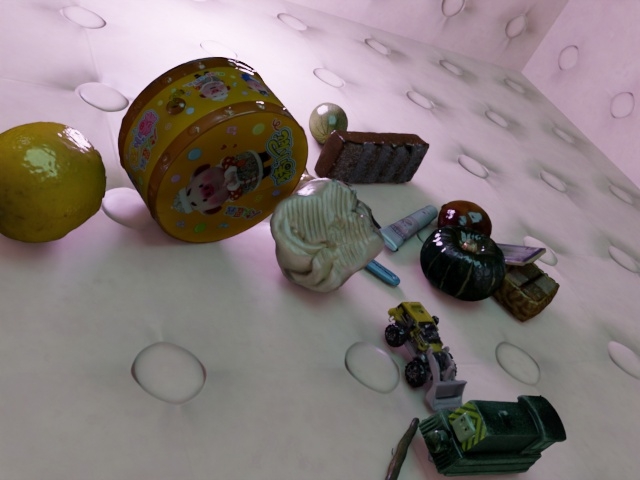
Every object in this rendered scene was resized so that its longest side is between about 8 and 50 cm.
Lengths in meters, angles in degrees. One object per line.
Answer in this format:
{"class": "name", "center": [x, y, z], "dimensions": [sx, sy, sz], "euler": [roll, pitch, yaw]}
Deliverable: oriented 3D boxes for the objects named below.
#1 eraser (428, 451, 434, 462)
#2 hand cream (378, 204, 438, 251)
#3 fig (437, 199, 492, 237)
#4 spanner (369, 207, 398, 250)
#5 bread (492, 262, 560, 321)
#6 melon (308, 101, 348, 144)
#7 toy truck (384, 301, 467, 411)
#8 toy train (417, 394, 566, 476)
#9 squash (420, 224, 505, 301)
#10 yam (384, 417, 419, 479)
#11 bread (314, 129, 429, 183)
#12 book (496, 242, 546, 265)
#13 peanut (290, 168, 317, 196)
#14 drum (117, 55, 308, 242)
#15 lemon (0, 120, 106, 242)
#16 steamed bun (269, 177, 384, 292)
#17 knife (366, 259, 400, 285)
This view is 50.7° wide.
{"class": "eraser", "center": [0.258, 0.453, 1.484], "dimensions": [0.038, 0.019, 0.083], "euler": [27, 33, -6]}
{"class": "hand cream", "center": [0.275, -0.041, 2.125], "dimensions": [0.085, 0.058, 0.331], "euler": [47, 40, 12]}
{"class": "fig", "center": [0.452, -0.072, 2.232], "dimensions": [0.170, 0.145, 0.274], "euler": [-4, 24, -12]}
{"class": "spanner", "center": [0.180, -0.040, 2.083], "dimensions": [0.046, 0.012, 0.208], "euler": [-3, 45, -40]}
{"class": "bread", "center": [0.629, 0.147, 2.097], "dimensions": [0.181, 0.096, 0.222], "euler": [41, 37, 19]}
{"class": "melon", "center": [0.028, -0.407, 2.340], "dimensions": [0.139, 0.139, 0.192], "euler": [21, 36, -13]}
{"class": "toy truck", "center": [0.261, 0.273, 1.644], "dimensions": [0.136, 0.111, 0.285], "euler": [3, 44, -37]}
{"class": "toy train", "center": [0.376, 0.414, 1.461], "dimensions": [0.330, 0.178, 0.138], "euler": [12, 42, -36]}
{"class": "squash", "center": [0.417, 0.065, 1.983], "dimensions": [0.252, 0.165, 0.252], "euler": [19, 33, -13]}
{"class": "yam", "center": [0.169, 0.448, 1.424], "dimensions": [0.027, 0.029, 0.234], "euler": [57, 32, -8]}
{"class": "bread", "center": [0.178, -0.278, 2.261], "dimensions": [0.417, 0.165, 0.113], "euler": [-6, 42, -40]}
{"class": "book", "center": [0.574, 0.043, 2.141], "dimensions": [0.231, 0.026, 0.158], "euler": [7, 19, 40]}
{"class": "peanut", "center": [-0.059, -0.156, 1.959], "dimensions": [0.124, 0.123, 0.256], "euler": [1, 45, -36]}
{"class": "drum", "center": [-0.251, -0.206, 1.622], "dimensions": [0.431, 0.431, 0.214], "euler": [-6, 47, -42]}
{"class": "lemon", "center": [-0.583, -0.125, 1.418], "dimensions": [0.245, 0.245, 0.320], "euler": [32, 32, 3]}
{"class": "steamed bun", "center": [0.000, 0.000, 1.744], "dimensions": [0.280, 0.207, 0.268], "euler": [-40, 80, -23]}
{"class": "knife", "center": [0.135, 0.054, 1.908], "dimensions": [0.222, 0.031, 0.064], "euler": [38, 31, 11]}
